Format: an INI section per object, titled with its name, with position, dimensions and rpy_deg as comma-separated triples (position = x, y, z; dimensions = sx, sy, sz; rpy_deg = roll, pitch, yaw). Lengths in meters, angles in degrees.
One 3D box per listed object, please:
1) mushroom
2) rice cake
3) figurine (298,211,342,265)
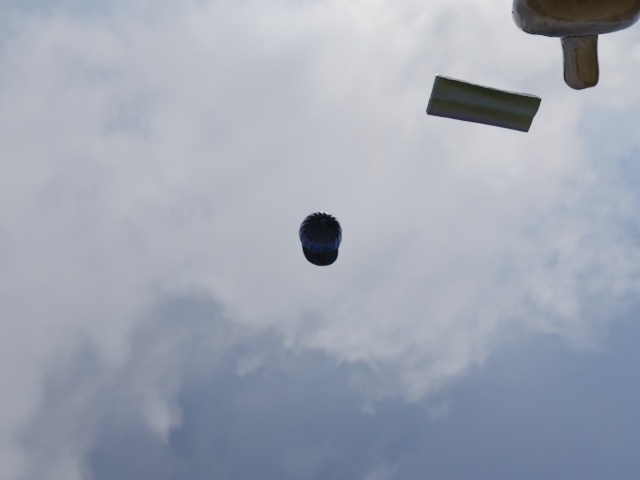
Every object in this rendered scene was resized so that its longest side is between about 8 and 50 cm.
[mushroom]
position = 0.418, -0.356, 1.113
dimensions = 0.207, 0.215, 0.207
rpy_deg = -10, -152, 5
[rice cake]
position = 0.322, -0.266, 1.345
dimensions = 0.221, 0.080, 0.042
rpy_deg = 9, -158, -11
[figurine]
position = 0.005, -0.008, 1.094
dimensions = 0.077, 0.136, 0.079
rpy_deg = 33, -81, 2
